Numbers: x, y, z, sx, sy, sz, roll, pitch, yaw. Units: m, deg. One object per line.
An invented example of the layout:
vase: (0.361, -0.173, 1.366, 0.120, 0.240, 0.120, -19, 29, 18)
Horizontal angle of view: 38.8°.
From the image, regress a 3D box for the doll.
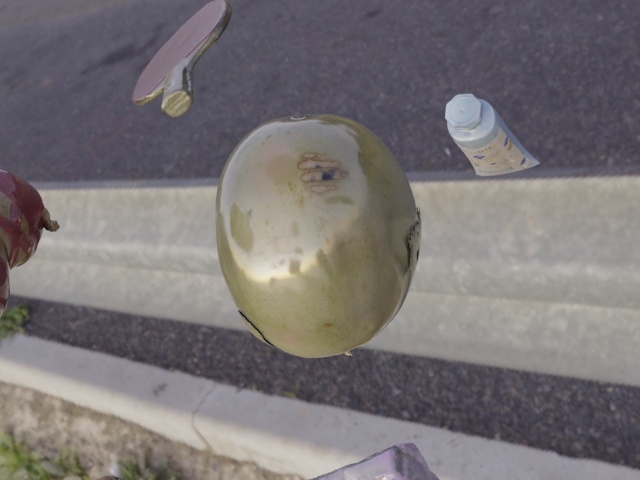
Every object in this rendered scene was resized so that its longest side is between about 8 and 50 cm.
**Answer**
doll: (-0.429, 0.011, 1.072, 0.152, 0.196, 0.256, -39, 23, 20)

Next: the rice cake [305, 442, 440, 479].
rice cake: (0.110, 0.291, 0.738, 0.106, 0.298, 0.050, -30, 11, 34)

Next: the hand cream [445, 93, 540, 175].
hand cream: (0.152, -0.090, 0.831, 0.065, 0.171, 0.043, -8, 75, 23)

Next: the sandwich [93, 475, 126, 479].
sandwich: (-0.160, 0.199, 0.685, 0.083, 0.031, 0.044, 25, 76, 33)

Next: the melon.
melon: (0.000, 0.000, 1.187, 0.269, 0.330, 0.268, -8, 14, 2)

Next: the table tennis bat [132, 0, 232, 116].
table tennis bat: (-0.140, -0.177, 0.911, 0.138, 0.022, 0.246, -40, 25, 15)
